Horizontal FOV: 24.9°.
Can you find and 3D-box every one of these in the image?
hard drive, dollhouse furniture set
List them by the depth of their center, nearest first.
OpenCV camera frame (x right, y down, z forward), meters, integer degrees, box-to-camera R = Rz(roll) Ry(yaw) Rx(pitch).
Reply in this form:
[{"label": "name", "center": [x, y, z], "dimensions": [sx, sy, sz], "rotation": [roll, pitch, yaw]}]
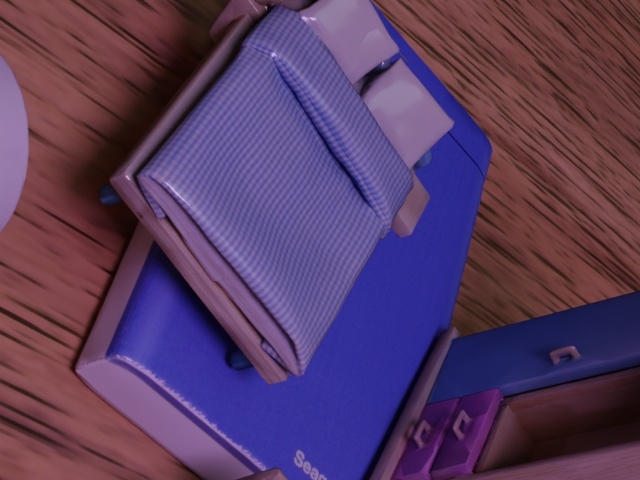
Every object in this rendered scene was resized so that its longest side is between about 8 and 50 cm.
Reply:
[{"label": "dollhouse furniture set", "center": [0.046, 0.013, 0.660], "dimensions": [0.303, 0.198, 0.286], "rotation": [55, 39, -20]}, {"label": "hard drive", "center": [0.000, 0.000, 0.811], "dimensions": [0.210, 0.040, 0.318], "rotation": [45, 45, -30]}]

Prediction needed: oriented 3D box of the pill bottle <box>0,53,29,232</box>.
[{"label": "pill bottle", "center": [-0.216, -0.036, 0.497], "dimensions": [0.221, 0.124, 0.124], "rotation": [-1, 76, -52]}]
